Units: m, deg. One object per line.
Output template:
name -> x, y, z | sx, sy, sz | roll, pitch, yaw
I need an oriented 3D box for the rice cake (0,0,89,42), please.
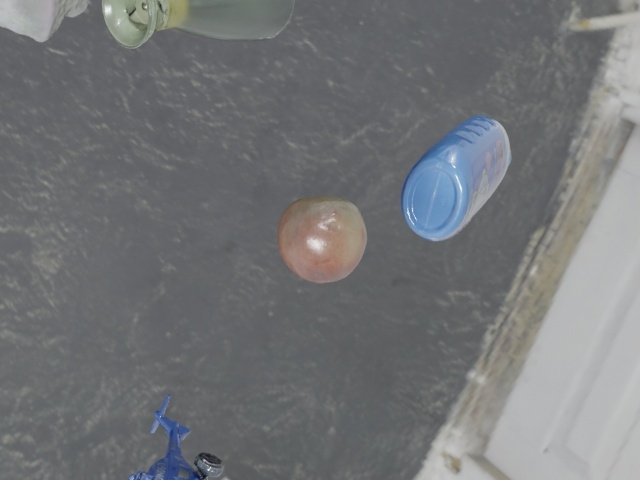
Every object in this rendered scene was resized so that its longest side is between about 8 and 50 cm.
rice cake -> -0.125, -0.220, 0.458 | 0.049, 0.055, 0.269 | -57, 165, -55

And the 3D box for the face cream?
face cream -> 0.184, -0.086, 1.321 | 0.264, 0.083, 0.149 | -38, 146, -59

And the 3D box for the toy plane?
toy plane -> -0.109, 0.165, 0.746 | 0.062, 0.167, 0.054 | 22, 102, -13

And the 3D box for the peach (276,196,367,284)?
peach -> 0.001, -0.001, 0.908 | 0.083, 0.083, 0.083 | -15, 120, -27

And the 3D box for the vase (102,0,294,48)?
vase -> -0.205, -0.407, 1.730 | 0.321, 0.173, 0.173 | -22, 125, -47
